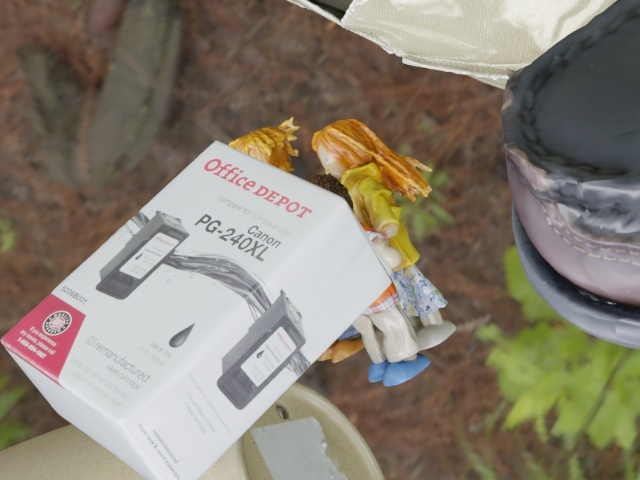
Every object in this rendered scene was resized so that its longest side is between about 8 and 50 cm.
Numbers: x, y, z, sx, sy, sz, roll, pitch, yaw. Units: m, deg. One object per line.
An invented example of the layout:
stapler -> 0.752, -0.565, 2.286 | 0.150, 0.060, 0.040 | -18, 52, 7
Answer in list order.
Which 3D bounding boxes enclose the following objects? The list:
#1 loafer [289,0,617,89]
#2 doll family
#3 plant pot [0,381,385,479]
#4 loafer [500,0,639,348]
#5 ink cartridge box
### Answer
loafer -> 0.057, -0.137, 1.005 | 0.268, 0.092, 0.102 | 16, 101, 35
doll family -> 0.000, 0.000, 1.265 | 0.263, 0.118, 0.163 | -10, 107, 56
plant pot -> -0.098, 0.200, 1.139 | 0.274, 0.256, 0.256 | -36, 101, 32
loafer -> 0.167, -0.074, 0.331 | 0.302, 0.109, 0.095 | -20, 132, 9
ink cartridge box -> -0.058, 0.032, 0.903 | 0.109, 0.150, 0.063 | 26, 155, 47
